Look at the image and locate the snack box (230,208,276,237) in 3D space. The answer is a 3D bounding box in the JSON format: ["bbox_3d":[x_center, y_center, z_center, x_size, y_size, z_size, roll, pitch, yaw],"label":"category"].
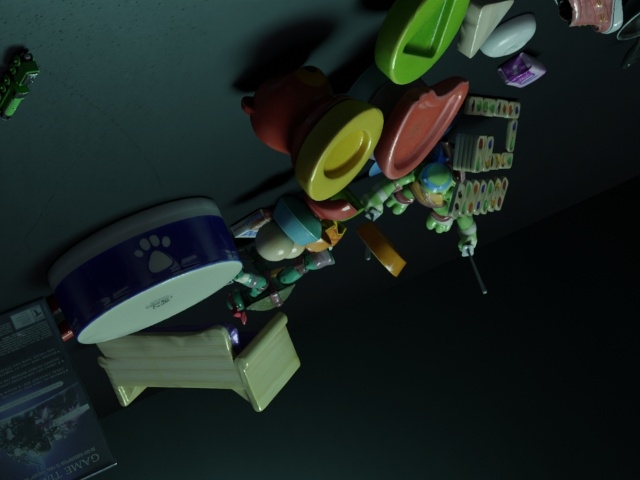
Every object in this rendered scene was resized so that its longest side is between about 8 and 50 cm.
[{"bbox_3d":[-0.085,-0.028,1.794,0.064,0.022,0.178,-30,169,19],"label":"snack box"}]

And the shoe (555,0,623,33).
[{"bbox_3d":[0.348,-0.308,1.380,0.081,0.064,0.178,-26,165,4],"label":"shoe"}]

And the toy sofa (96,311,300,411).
[{"bbox_3d":[-0.234,0.198,1.948,0.362,0.177,0.150,-5,-155,35],"label":"toy sofa"}]

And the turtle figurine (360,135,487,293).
[{"bbox_3d":[0.171,-0.035,1.865,0.197,0.275,0.266,-7,178,3],"label":"turtle figurine"}]

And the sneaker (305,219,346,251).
[{"bbox_3d":[-0.007,-0.019,1.978,0.067,0.064,0.175,-53,166,16],"label":"sneaker"}]

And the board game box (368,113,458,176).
[{"bbox_3d":[0.140,-0.163,1.663,0.168,0.033,0.133,-25,166,-38],"label":"board game box"}]

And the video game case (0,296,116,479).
[{"bbox_3d":[-0.442,0.242,1.538,0.196,0.274,0.026,-22,170,-21],"label":"video game case"}]

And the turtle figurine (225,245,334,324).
[{"bbox_3d":[-0.092,0.060,1.838,0.234,0.118,0.175,-23,-165,1],"label":"turtle figurine"}]

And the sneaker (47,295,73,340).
[{"bbox_3d":[-0.431,0.155,1.673,0.221,0.087,0.128,-28,169,12],"label":"sneaker"}]

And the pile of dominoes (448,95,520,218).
[{"bbox_3d":[0.286,-0.135,1.743,0.040,0.196,0.251,11,-170,30],"label":"pile of dominoes"}]

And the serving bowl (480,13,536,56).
[{"bbox_3d":[0.255,-0.271,1.421,0.083,0.027,0.083,-26,171,-5],"label":"serving bowl"}]

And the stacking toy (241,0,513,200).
[{"bbox_3d":[0.065,-0.203,1.211,0.309,0.130,0.280,-14,138,-60],"label":"stacking toy"}]

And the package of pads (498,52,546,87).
[{"bbox_3d":[0.306,-0.257,1.602,0.050,0.032,0.083,-34,168,24],"label":"package of pads"}]

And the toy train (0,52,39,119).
[{"bbox_3d":[-0.254,-0.127,0.879,0.017,0.024,0.083,-18,166,-39],"label":"toy train"}]

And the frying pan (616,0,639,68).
[{"bbox_3d":[0.541,-0.360,1.625,0.197,0.053,0.326,-29,171,14],"label":"frying pan"}]

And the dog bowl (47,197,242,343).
[{"bbox_3d":[-0.250,0.046,1.522,0.264,0.104,0.265,-25,170,-5],"label":"dog bowl"}]

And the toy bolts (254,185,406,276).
[{"bbox_3d":[0.000,0.000,1.652,0.158,0.218,0.228,-41,160,7],"label":"toy bolts"}]
